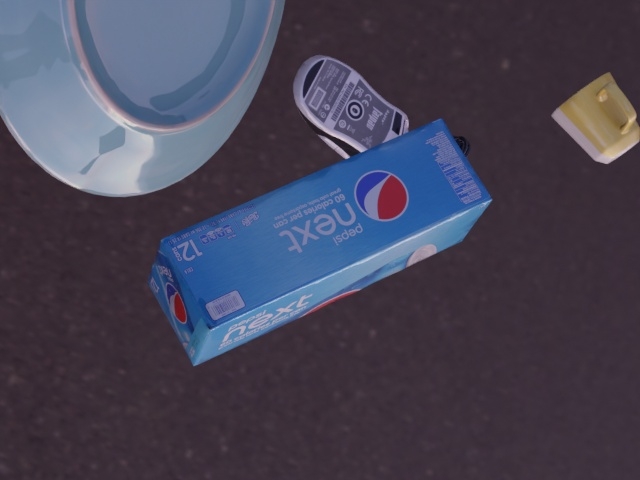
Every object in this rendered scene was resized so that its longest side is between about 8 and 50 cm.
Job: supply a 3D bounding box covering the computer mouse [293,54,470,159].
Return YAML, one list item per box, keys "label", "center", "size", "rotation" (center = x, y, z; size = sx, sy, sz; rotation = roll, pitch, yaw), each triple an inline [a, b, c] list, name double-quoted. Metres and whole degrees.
- label: "computer mouse"
  center: [0.046, -0.100, 1.525]
  size: [0.193, 0.042, 0.106]
  rotation: [37, 69, -22]

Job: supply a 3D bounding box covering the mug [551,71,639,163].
- label: "mug"
  center: [0.241, -0.101, 1.424]
  size: [0.062, 0.064, 0.078]
  rotation: [-36, 174, 13]

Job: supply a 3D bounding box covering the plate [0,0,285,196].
- label: "plate"
  center: [-0.064, -0.108, 0.673]
  size: [0.188, 0.024, 0.188]
  rotation: [-21, 117, -49]

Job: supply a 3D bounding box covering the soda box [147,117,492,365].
- label: "soda box"
  center: [0.000, 0.000, 1.055]
  size: [0.210, 0.067, 0.071]
  rotation: [-24, 164, -22]
